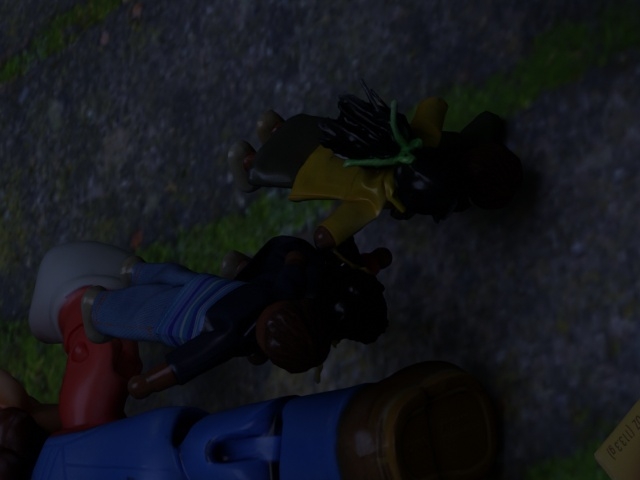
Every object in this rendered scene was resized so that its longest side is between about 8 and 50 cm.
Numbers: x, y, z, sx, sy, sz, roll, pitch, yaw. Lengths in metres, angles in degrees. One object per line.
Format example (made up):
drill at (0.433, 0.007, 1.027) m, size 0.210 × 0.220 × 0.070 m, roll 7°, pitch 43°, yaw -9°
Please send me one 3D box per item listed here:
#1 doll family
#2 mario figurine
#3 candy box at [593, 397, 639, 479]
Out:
doll family at (0.000, 0.000, 0.605) m, size 0.111 × 0.076 × 0.193 m, roll 13°, pitch 56°, yaw 44°
mario figurine at (-0.067, 0.113, 0.705) m, size 0.321 × 0.170 × 0.198 m, roll 0°, pitch 43°, yaw 36°
candy box at (0.179, 0.036, 0.485) m, size 0.186 × 0.053 × 0.109 m, roll -56°, pitch 46°, yaw 22°
